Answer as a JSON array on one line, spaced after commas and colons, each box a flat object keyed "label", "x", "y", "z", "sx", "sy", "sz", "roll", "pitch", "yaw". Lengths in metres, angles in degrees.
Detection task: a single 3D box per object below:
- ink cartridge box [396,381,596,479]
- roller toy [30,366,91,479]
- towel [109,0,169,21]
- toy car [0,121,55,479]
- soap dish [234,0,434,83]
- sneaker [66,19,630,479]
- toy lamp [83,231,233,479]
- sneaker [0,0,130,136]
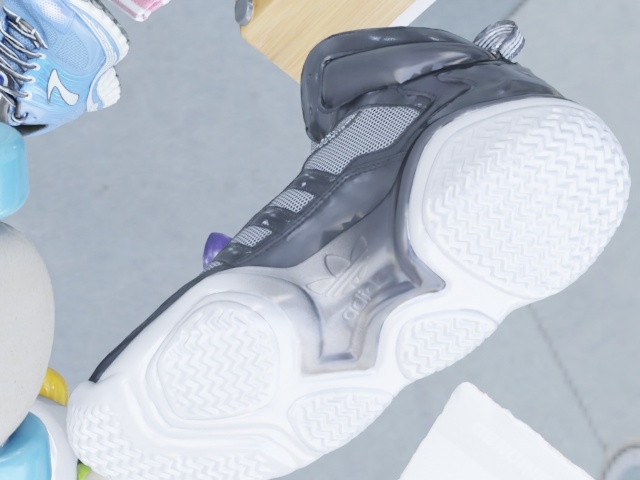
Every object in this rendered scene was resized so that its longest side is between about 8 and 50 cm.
[{"label": "ink cartridge box", "x": 0.058, "y": 0.140, "z": 0.423, "sx": 0.045, "sy": 0.145, "sz": 0.179, "roll": -22, "pitch": 146, "yaw": -59}, {"label": "roller toy", "x": -0.317, "y": 0.253, "z": 1.621, "sx": 0.209, "sy": 0.191, "sz": 0.146, "roll": 55, "pitch": 10, "yaw": 19}, {"label": "towel", "x": -0.157, "y": -0.312, "z": 1.652, "sx": 0.197, "sy": 0.144, "sz": 0.029, "roll": -37, "pitch": 138, "yaw": -16}, {"label": "toy car", "x": -0.285, "y": 0.055, "z": 0.826, "sx": 0.210, "sy": 0.238, "sz": 0.219, "roll": -51, "pitch": 146, "yaw": -61}, {"label": "soap dish", "x": 0.030, "y": -0.280, "z": 1.152, "sx": 0.118, "sy": 0.291, "sz": 0.228, "roll": 6, "pitch": 63, "yaw": -31}, {"label": "sneaker", "x": 0.000, "y": 0.000, "z": 0.699, "sx": 0.101, "sy": 0.269, "sz": 0.153, "roll": 51, "pitch": 12, "yaw": -35}, {"label": "toy lamp", "x": -0.115, "y": 0.126, "z": 0.954, "sx": 0.080, "sy": 0.080, "sz": 0.274, "roll": 42, "pitch": 77, "yaw": -33}, {"label": "sneaker", "x": -0.282, "y": -0.180, "z": 1.549, "sx": 0.147, "sy": 0.330, "sz": 0.130, "roll": -38, "pitch": 79, "yaw": -16}]
